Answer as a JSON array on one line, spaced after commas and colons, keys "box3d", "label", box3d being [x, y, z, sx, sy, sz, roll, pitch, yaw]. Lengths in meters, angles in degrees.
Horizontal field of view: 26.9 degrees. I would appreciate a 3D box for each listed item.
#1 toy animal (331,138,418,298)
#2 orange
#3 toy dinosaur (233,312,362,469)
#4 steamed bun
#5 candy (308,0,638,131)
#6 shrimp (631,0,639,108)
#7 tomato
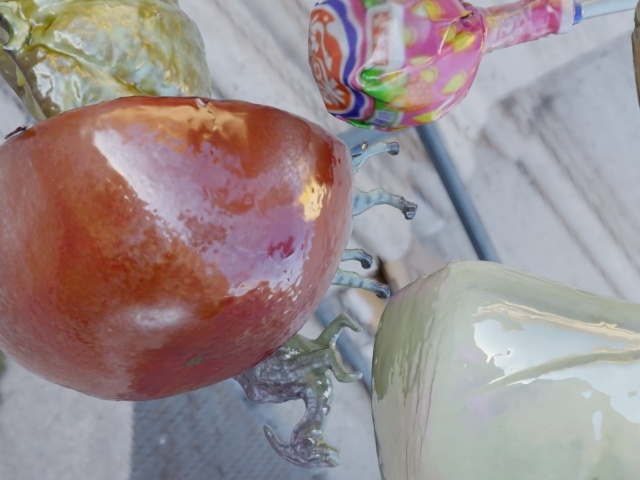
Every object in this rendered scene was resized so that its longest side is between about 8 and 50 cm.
[{"box3d": [-0.003, -0.001, 1.338, 0.176, 0.217, 0.073, 3, 21, -34], "label": "toy animal"}, {"box3d": [-0.226, -0.180, 1.335, 0.369, 0.210, 0.271, 61, -17, 16], "label": "orange"}, {"box3d": [-0.043, 0.113, 1.485, 0.077, 0.162, 0.294, 27, 26, -52], "label": "toy dinosaur"}, {"box3d": [0.103, 0.102, 0.634, 0.239, 0.169, 0.153, 96, 3, -82], "label": "steamed bun"}, {"box3d": [0.167, -0.163, 0.970, 0.124, 0.365, 0.124, 166, -90, -77], "label": "candy"}, {"box3d": [0.273, -0.157, 0.683, 0.178, 0.289, 0.075, 60, 0, -24], "label": "shrimp"}, {"box3d": [-0.117, 0.032, 1.028, 0.338, 0.338, 0.144, 32, 41, -56], "label": "tomato"}]
